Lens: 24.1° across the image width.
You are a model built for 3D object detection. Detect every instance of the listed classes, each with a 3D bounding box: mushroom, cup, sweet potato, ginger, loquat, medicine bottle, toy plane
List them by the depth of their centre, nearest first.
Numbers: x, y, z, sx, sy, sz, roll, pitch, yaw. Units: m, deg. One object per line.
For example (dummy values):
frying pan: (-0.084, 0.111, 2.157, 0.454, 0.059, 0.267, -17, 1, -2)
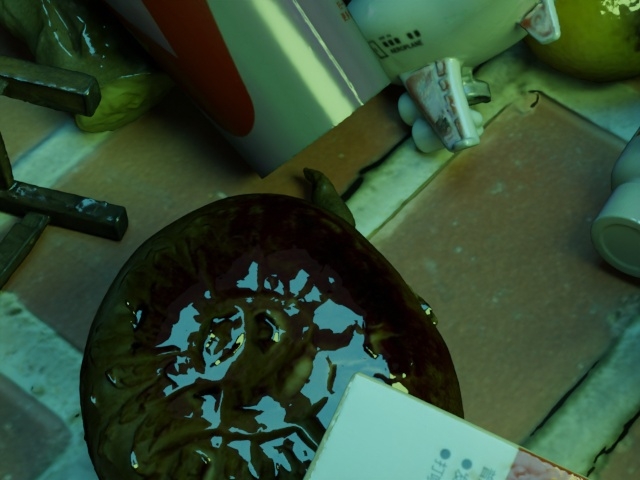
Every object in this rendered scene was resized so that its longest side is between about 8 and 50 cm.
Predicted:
mushroom: (-0.030, 0.096, 1.031, 0.278, 0.163, 0.297, -34, 63, -20)
sweet potato: (0.006, 0.001, 1.187, 0.041, 0.038, 0.153, 14, 49, -16)
cup: (-0.082, -0.202, 1.198, 0.203, 0.203, 0.288, -40, 95, -25)
medicine bottle: (0.305, -0.081, 1.203, 0.095, 0.095, 0.260, 28, 59, 22)
toy plane: (0.105, -0.194, 1.225, 0.118, 0.252, 0.252, -1, 46, -36)
loquat: (0.240, -0.221, 1.283, 0.172, 0.149, 0.204, -27, 42, -16)
ginger: (-0.223, -0.208, 1.299, 0.116, 0.109, 0.263, -9, 54, -50)

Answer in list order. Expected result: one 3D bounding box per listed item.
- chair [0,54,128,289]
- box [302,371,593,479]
chair: (-0.394, -0.046, 1.140, 0.416, 0.203, 0.240, 20, 60, 15)
box: (0.042, 0.279, 0.860, 0.214, 0.069, 0.353, 25, 79, 7)
